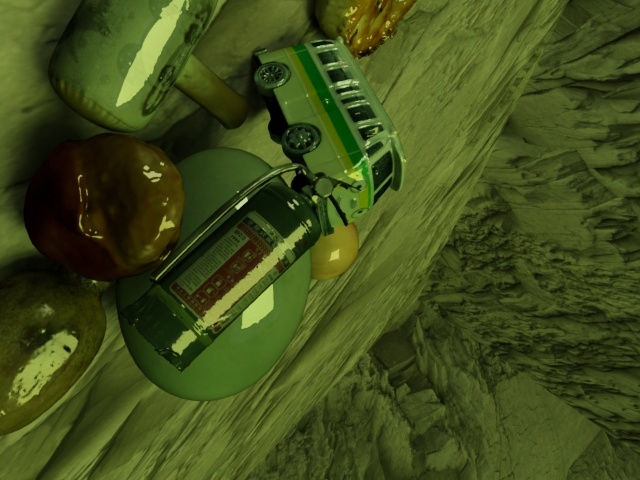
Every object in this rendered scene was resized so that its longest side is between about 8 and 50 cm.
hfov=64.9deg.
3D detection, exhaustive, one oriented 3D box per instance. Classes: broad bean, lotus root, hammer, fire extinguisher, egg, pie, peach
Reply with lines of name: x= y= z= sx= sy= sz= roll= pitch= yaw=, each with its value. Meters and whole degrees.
broad bean: x=-0.236 y=-0.034 z=0.544 sx=0.122 sy=0.228 sz=0.156 roll=10 pitch=81 yaw=-48
lotus root: x=-0.347 y=0.112 z=0.622 sx=0.278 sy=0.154 sz=0.154 roll=-55 pitch=160 yaw=-22
hammer: x=-0.159 y=-0.202 z=0.603 sx=0.202 sy=0.113 sz=0.305 roll=-54 pitch=164 yaw=6
fire extinguisher: x=-0.075 y=0.008 z=0.562 sx=0.294 sy=0.118 sz=0.093 roll=-44 pitch=-162 yaw=-15
egg: x=-0.153 y=0.056 z=0.742 sx=0.276 sy=0.276 sz=0.389 roll=-22 pitch=130 yaw=-54
pie: x=0.107 y=-0.450 z=0.810 sx=0.315 sy=0.092 sz=0.315 roll=-49 pitch=163 yaw=-20
peach: x=0.000 y=0.000 z=1.131 sx=0.184 sy=0.184 sz=0.184 roll=-44 pitch=157 yaw=-25

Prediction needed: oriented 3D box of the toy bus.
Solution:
toy bus: x=0.013 y=-0.162 z=0.733 sx=0.164 sy=0.276 sz=0.133 roll=-21 pitch=152 yaw=-6
